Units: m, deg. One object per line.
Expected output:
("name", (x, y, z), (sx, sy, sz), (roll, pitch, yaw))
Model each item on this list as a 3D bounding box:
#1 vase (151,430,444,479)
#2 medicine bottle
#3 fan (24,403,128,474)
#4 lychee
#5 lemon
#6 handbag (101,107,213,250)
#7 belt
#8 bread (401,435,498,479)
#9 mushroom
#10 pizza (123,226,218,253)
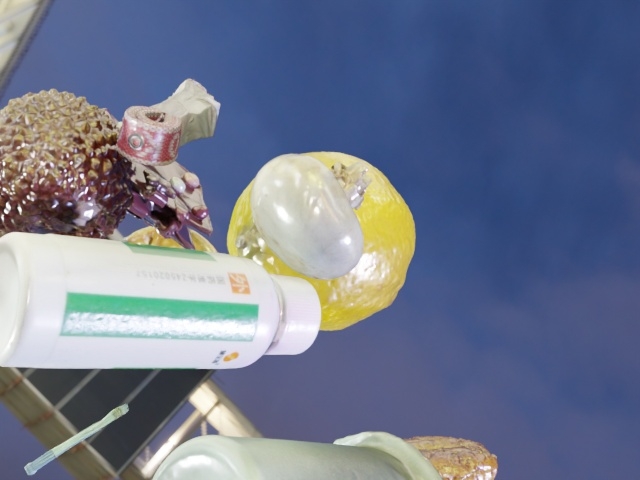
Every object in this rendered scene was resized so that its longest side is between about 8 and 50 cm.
("vase", (-0.025, 0.312, 0.846), (0.245, 0.245, 0.291), (0, -15, 39))
("medicine bottle", (-0.117, 0.052, 0.617), (0.095, 0.260, 0.095), (-13, -107, 48))
("fan", (-0.336, 0.275, 1.109), (0.193, 0.038, 0.016), (-33, -95, 19))
("lychee", (-0.293, -0.078, 0.888), (0.188, 0.188, 0.188), (22, -43, 23))
("lemon", (0.000, 0.000, 0.866), (0.192, 0.231, 0.192), (-4, -96, 42))
("handbag", (-0.252, -0.090, 1.156), (0.203, 0.074, 0.216), (38, 8, -25))
("belt", (-0.165, -0.134, 0.913), (0.071, 0.232, 0.053), (20, -68, -1))
("bread", (0.134, 0.288, 1.036), (0.193, 0.193, 0.064), (-15, -98, 46))
("mushroom", (0.001, -0.021, 0.507), (0.085, 0.079, 0.085), (38, -30, 27))
("pizza", (-0.242, 0.036, 1.290), (0.178, 0.131, 0.041), (-4, -13, 24))
